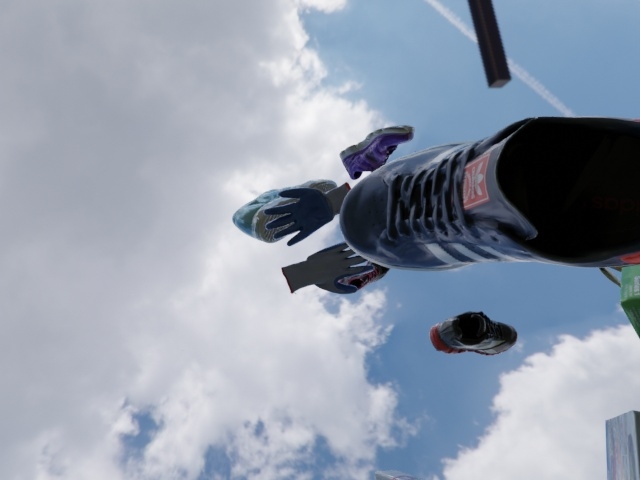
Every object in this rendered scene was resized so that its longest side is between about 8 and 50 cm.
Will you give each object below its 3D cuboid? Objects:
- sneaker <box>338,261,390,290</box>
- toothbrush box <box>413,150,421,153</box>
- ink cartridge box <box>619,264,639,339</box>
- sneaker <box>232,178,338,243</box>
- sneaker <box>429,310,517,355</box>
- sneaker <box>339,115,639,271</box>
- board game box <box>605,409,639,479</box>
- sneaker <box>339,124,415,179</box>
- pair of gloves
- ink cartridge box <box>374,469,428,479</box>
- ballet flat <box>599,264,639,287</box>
[{"bbox_3d":[0.092,0.071,0.974,0.119,0.057,0.047,-31,-82,0],"label":"sneaker"},{"bbox_3d":[0.410,-0.137,1.481,0.216,0.126,0.296,-3,-135,-9],"label":"toothbrush box"},{"bbox_3d":[0.597,0.101,0.738,0.160,0.219,0.093,53,-134,-16],"label":"ink cartridge box"},{"bbox_3d":[-0.092,-0.104,1.372,0.365,0.150,0.135,-24,-54,-50],"label":"sneaker"},{"bbox_3d":[0.448,0.257,1.375,0.275,0.135,0.098,5,-123,-19],"label":"sneaker"},{"bbox_3d":[0.134,-0.039,0.415,0.148,0.349,0.132,5,-98,-49],"label":"sneaker"},{"bbox_3d":[0.494,0.380,0.728,0.097,0.303,0.224,0,-111,24],"label":"board game box"},{"bbox_3d":[0.108,-0.157,0.894,0.068,0.169,0.071,-17,-94,-38],"label":"sneaker"},{"bbox_3d":[0.000,0.000,0.816,0.159,0.023,0.199,-18,-97,-5],"label":"pair of gloves"},{"bbox_3d":[0.147,0.450,0.841,0.052,0.122,0.089,9,-105,-26],"label":"ink cartridge box"},{"bbox_3d":[0.829,0.092,1.265,0.123,0.123,0.348,-26,-138,-19],"label":"ballet flat"}]
